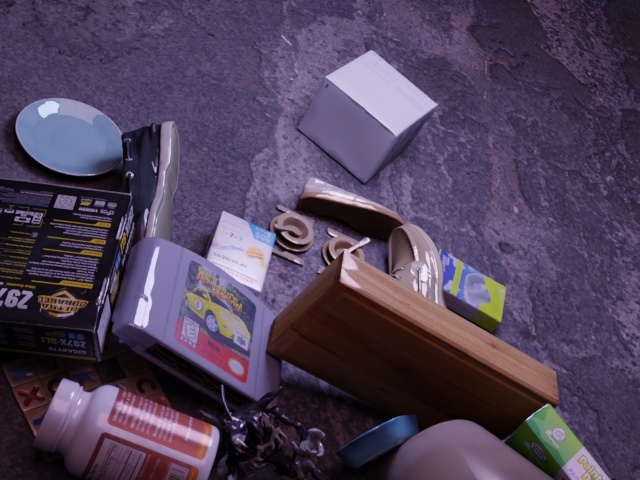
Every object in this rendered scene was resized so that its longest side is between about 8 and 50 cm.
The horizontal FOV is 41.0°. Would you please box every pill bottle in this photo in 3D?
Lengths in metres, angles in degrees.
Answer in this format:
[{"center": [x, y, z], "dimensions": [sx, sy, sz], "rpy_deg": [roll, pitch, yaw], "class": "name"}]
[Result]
[{"center": [-0.250, 0.260, 1.103], "dimensions": [0.216, 0.121, 0.121], "rpy_deg": [25, 42, -10], "class": "pill bottle"}]

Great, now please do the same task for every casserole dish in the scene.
[{"center": [0.091, 0.301, 1.264], "dimensions": [0.037, 0.114, 0.188], "rpy_deg": [61, 9, 18], "class": "casserole dish"}]

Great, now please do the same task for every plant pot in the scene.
[{"center": [0.220, 0.412, 1.170], "dimensions": [0.323, 0.323, 0.280], "rpy_deg": [1, 33, -32], "class": "plant pot"}]

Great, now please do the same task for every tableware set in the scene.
[{"center": [0.000, 0.000, 1.585], "dimensions": [0.194, 0.039, 0.128], "rpy_deg": [24, 42, -11], "class": "tableware set"}]

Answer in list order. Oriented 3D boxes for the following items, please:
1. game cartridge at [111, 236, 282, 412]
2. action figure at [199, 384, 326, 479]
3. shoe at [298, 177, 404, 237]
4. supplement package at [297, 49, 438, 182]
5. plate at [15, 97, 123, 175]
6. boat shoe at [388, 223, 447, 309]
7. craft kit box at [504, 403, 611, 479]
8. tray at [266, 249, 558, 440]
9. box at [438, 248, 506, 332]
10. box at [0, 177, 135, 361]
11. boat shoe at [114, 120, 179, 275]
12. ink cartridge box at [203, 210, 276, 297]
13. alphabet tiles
[{"center": [-0.168, 0.127, 1.271], "dimensions": [0.294, 0.060, 0.196], "rpy_deg": [38, 32, -31], "class": "game cartridge"}, {"center": [-0.051, 0.313, 1.166], "dimensions": [0.275, 0.164, 0.141], "rpy_deg": [40, -2, -2], "class": "action figure"}, {"center": [0.065, -0.067, 1.663], "dimensions": [0.218, 0.077, 0.058], "rpy_deg": [19, 48, -14], "class": "shoe"}, {"center": [0.101, -0.266, 1.819], "dimensions": [0.194, 0.149, 0.203], "rpy_deg": [41, 42, 8], "class": "supplement package"}, {"center": [-0.435, -0.175, 1.487], "dimensions": [0.188, 0.024, 0.188], "rpy_deg": [17, 44, -17], "class": "plate"}, {"center": [0.160, 0.091, 1.554], "dimensions": [0.098, 0.109, 0.302], "rpy_deg": [11, 52, -26], "class": "boat shoe"}, {"center": [0.369, 0.397, 1.290], "dimensions": [0.060, 0.247, 0.250], "rpy_deg": [-27, 66, -22], "class": "craft kit box"}, {"center": [0.144, 0.190, 1.326], "dimensions": [0.410, 0.203, 0.076], "rpy_deg": [29, 41, -18], "class": "tray"}, {"center": [0.274, 0.093, 1.671], "dimensions": [0.178, 0.042, 0.109], "rpy_deg": [30, 41, -6], "class": "box"}, {"center": [-0.440, 0.027, 1.182], "dimensions": [0.321, 0.079, 0.257], "rpy_deg": [7, 48, -4], "class": "box"}, {"center": [-0.302, -0.053, 1.391], "dimensions": [0.113, 0.127, 0.340], "rpy_deg": [0, 62, 1], "class": "boat shoe"}, {"center": [-0.145, 0.047, 1.430], "dimensions": [0.104, 0.062, 0.181], "rpy_deg": [23, 43, -12], "class": "ink cartridge box"}, {"center": [-0.303, 0.240, 1.187], "dimensions": [0.198, 0.009, 0.237], "rpy_deg": [-14, 59, -41], "class": "alphabet tiles"}]
